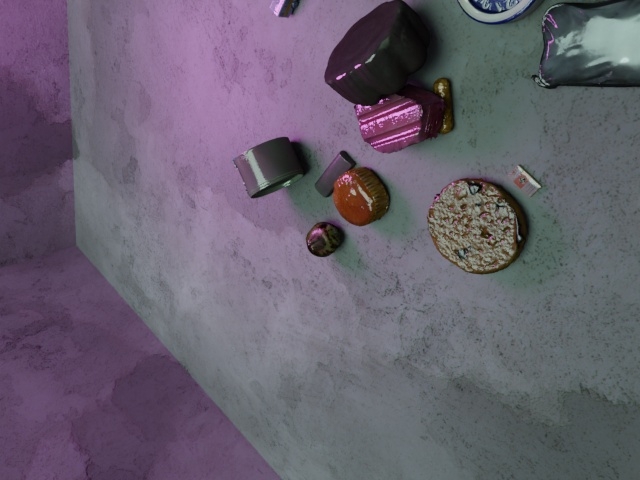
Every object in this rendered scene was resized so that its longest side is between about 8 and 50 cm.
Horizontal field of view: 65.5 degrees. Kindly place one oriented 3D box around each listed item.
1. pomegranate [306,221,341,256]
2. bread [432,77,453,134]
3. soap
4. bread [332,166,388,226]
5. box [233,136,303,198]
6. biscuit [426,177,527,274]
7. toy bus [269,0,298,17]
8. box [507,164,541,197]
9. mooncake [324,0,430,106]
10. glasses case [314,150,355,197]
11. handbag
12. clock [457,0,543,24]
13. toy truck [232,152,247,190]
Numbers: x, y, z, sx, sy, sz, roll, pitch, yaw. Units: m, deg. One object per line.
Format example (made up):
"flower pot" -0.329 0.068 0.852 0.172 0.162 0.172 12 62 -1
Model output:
"pomegranate" 0.008 0.007 1.839 0.138 0.163 0.125 -35 109 28
"bread" 0.349 -0.383 1.421 0.052 0.044 0.157 9 112 48
"soap" 0.235 -0.357 1.458 0.289 0.112 0.182 -7 106 58
"bread" 0.130 -0.145 1.690 0.199 0.104 0.199 22 123 38
"box" -0.191 -0.269 1.854 0.226 0.226 0.150 -24 90 46
"biscuit" 0.452 -0.041 1.447 0.295 0.075 0.296 14 113 35
"toy bus" -0.100 -0.831 1.636 0.064 0.075 0.190 52 135 15
"box" 0.552 -0.161 1.345 0.083 0.012 0.046 49 135 15
"mooncake" 0.156 -0.513 1.391 0.154 0.306 0.306 37 144 -26
"glasses case" 0.049 -0.234 1.777 0.072 0.042 0.191 49 134 7
"handbag" 0.644 -0.437 1.103 0.332 0.075 0.192 11 118 37
"clock" 0.441 -0.645 1.198 0.230 0.083 0.231 18 119 35
"toy truck" -0.291 -0.280 2.070 0.067 0.081 0.175 4 128 44
